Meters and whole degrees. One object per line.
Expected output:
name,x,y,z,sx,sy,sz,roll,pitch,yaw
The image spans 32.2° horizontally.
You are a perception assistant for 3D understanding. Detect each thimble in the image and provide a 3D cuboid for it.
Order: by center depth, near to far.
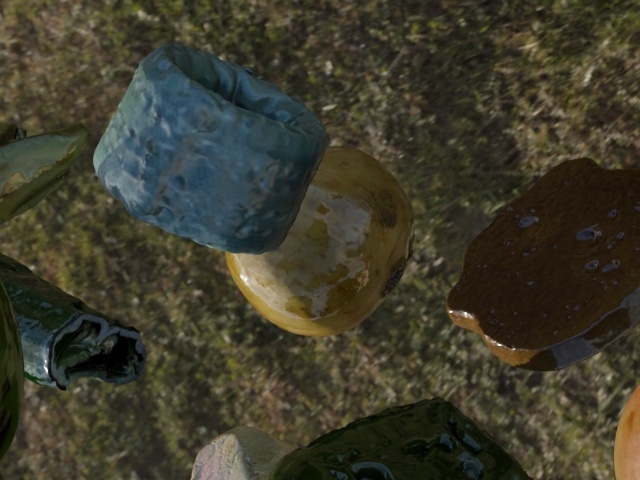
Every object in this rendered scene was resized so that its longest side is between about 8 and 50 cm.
thimble,-0.104,-0.089,1.076,0.198,0.235,0.143,34,109,15

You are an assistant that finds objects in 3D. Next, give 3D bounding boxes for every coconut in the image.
coconut,-0.073,0.316,1.374,0.147,0.147,0.153,-23,135,36

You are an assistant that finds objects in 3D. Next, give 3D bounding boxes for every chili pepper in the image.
chili pepper,-0.303,0.061,1.041,0.270,0.136,0.099,18,105,29

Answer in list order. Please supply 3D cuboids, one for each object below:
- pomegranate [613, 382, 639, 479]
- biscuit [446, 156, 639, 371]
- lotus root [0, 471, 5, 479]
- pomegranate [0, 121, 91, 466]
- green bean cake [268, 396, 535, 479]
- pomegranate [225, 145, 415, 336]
pomegranate,0.363,0.177,0.854,0.252,0.229,0.270,14,137,-7
biscuit,0.271,0.024,1.209,0.257,0.273,0.049,22,153,55
lotus root,-0.509,0.339,1.315,0.175,0.349,0.175,10,109,30
pomegranate,-0.216,0.027,0.485,0.211,0.263,0.211,27,153,15
green bean cake,0.092,0.294,1.102,0.250,0.247,0.156,48,143,41
pomegranate,0.000,0.000,1.463,0.260,0.260,0.260,12,115,27
